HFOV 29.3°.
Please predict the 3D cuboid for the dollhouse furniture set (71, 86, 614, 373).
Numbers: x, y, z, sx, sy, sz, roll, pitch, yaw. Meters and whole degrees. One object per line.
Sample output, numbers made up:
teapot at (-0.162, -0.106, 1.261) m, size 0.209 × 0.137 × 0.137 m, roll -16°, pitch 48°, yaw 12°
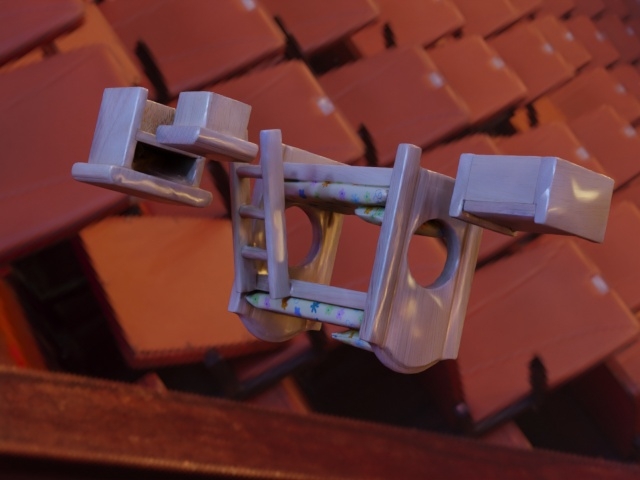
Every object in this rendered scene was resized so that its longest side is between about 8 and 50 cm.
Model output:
dollhouse furniture set at (0.000, 0.000, 0.541) m, size 0.161 × 0.101 × 0.182 m, roll 15°, pitch -5°, yaw -39°
